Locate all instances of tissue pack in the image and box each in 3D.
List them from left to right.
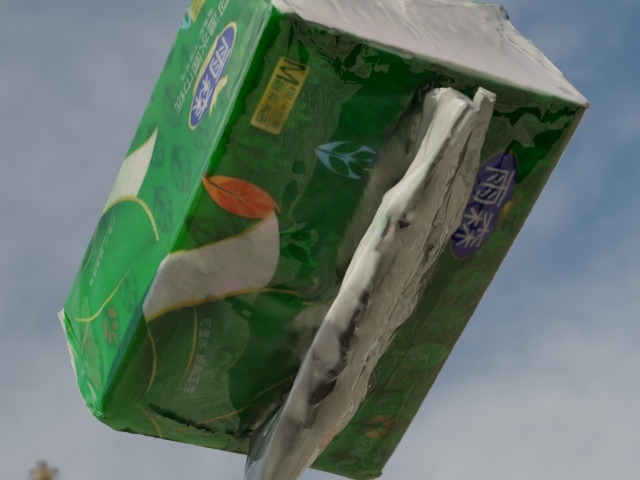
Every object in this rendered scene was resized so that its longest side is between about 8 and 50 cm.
[{"bbox_3d":[0.001,0.001,0.742,0.148,0.156,0.209,14,-64,-27],"label":"tissue pack"}]
